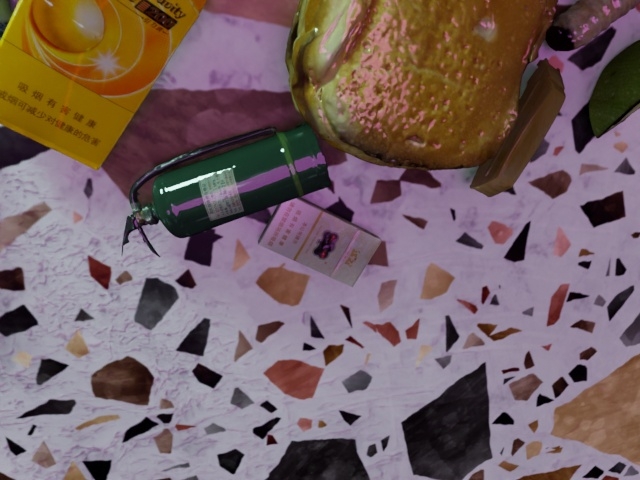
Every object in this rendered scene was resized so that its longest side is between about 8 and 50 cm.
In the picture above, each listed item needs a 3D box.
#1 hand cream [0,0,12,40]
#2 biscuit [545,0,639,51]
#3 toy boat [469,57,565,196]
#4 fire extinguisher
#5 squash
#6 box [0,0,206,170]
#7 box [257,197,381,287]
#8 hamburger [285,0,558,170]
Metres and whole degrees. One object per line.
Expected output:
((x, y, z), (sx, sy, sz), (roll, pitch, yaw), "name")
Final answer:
((-0.387, -0.285, 0.531), (0.095, 0.046, 0.175), (-11, 110, -8), "hand cream")
((0.405, -0.332, 0.654), (0.219, 0.061, 0.055), (-38, 114, 5), "biscuit")
((0.274, -0.157, 0.694), (0.057, 0.077, 0.201), (20, 105, -31), "toy boat")
((-0.138, -0.067, 0.648), (0.294, 0.093, 0.118), (-20, 99, -2), "fire extinguisher")
((0.462, -0.251, 0.676), (0.191, 0.184, 0.085), (-38, 75, 4), "squash")
((-0.255, -0.217, 0.546), (0.152, 0.044, 0.269), (27, 118, -34), "box")
((0.000, 0.000, 0.736), (0.166, 0.024, 0.090), (25, 106, -19), "box")
((0.112, -0.237, 0.573), (0.283, 0.174, 0.305), (17, 109, -14), "hamburger")
